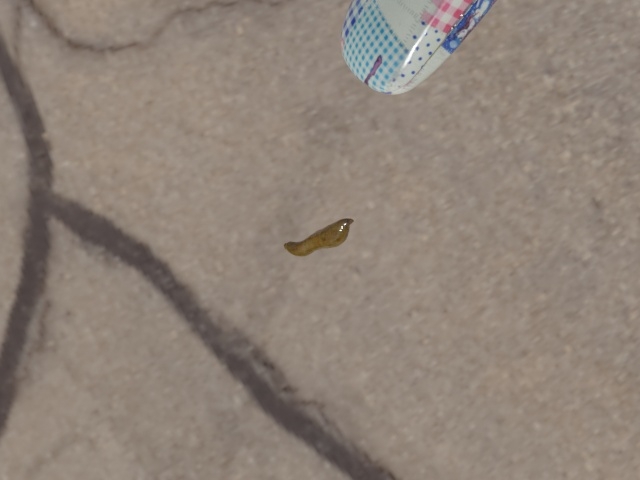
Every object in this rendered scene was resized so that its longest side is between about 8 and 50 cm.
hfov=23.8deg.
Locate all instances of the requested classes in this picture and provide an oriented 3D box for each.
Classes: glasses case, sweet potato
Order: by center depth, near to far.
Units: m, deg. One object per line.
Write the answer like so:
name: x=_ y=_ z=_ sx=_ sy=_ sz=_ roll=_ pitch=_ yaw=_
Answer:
glasses case: x=0.134 y=-0.278 z=1.390 sx=0.327 sy=0.076 sz=0.125 roll=-53 pitch=42 yaw=16
sweet potato: x=0.000 y=0.000 z=1.571 sx=0.115 sy=0.026 sz=0.026 roll=-24 pitch=92 yaw=48
